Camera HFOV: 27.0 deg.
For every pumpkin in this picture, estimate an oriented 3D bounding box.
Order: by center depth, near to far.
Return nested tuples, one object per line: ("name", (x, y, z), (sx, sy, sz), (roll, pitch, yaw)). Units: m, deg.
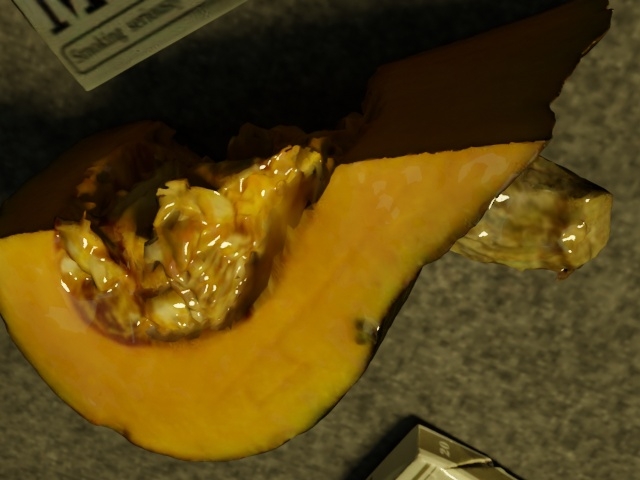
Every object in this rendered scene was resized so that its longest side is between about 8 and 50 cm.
("pumpkin", (0.006, 0.002, 0.530), (0.248, 0.131, 0.126), (-12, 110, 23))

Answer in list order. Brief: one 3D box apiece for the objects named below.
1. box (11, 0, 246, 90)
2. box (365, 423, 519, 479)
("box", (-0.054, -0.143, 0.502), (0.177, 0.036, 0.115), (-25, 114, 24))
("box", (0.101, 0.178, 0.677), (0.198, 0.029, 0.109), (31, 122, -10))
